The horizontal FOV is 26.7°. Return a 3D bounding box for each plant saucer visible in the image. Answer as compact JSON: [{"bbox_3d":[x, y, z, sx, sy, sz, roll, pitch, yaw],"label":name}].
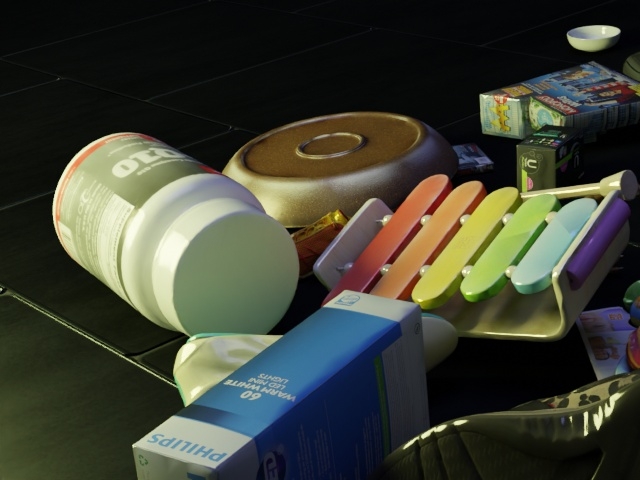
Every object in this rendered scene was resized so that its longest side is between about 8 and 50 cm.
[{"bbox_3d":[0.016,-0.099,1.678,0.311,0.050,0.310,-8,22,3],"label":"plant saucer"}]

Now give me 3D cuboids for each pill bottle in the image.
[{"bbox_3d":[-0.147,-0.003,1.360,0.161,0.161,0.283,-18,25,-27],"label":"pill bottle"}]

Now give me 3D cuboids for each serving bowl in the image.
[{"bbox_3d":[0.433,-0.317,2.135,0.083,0.027,0.083,-6,22,2],"label":"serving bowl"}]

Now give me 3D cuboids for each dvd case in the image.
[{"bbox_3d":[0.150,-0.097,1.701,0.119,0.013,0.087,-11,23,-8],"label":"dvd case"}]

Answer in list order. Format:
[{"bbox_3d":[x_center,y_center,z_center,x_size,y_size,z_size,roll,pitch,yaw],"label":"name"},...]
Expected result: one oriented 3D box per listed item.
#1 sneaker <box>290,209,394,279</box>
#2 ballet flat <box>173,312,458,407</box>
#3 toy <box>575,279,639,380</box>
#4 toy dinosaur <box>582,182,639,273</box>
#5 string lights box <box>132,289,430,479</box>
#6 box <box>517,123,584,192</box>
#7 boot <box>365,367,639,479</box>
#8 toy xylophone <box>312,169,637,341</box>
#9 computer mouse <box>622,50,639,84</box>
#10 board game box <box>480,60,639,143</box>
[{"bbox_3d":[0.000,0.000,1.439,0.175,0.067,0.064,-12,25,-8],"label":"sneaker"},{"bbox_3d":[-0.002,0.119,1.159,0.248,0.086,0.086,-7,22,3],"label":"ballet flat"},{"bbox_3d":[0.302,0.094,1.146,0.137,0.056,0.237,-6,22,2],"label":"toy"},{"bbox_3d":[0.238,0.002,1.353,0.211,0.112,0.064,-41,39,21],"label":"toy dinosaur"},{"bbox_3d":[-0.017,0.151,0.990,0.077,0.133,0.260,10,27,33],"label":"string lights box"},{"bbox_3d":[0.273,-0.095,1.599,0.052,0.062,0.083,10,28,32],"label":"box"},{"bbox_3d":[0.234,0.149,0.899,0.377,0.138,0.284,-32,-21,36],"label":"boot"},{"bbox_3d":[0.154,0.002,1.251,0.323,0.081,0.236,-7,36,41],"label":"toy xylophone"},{"bbox_3d":[0.496,-0.219,1.709,0.262,0.184,0.060,11,52,32],"label":"computer mouse"},{"bbox_3d":[0.320,-0.171,1.774,0.194,0.060,0.194,-13,23,-13],"label":"board game box"}]
